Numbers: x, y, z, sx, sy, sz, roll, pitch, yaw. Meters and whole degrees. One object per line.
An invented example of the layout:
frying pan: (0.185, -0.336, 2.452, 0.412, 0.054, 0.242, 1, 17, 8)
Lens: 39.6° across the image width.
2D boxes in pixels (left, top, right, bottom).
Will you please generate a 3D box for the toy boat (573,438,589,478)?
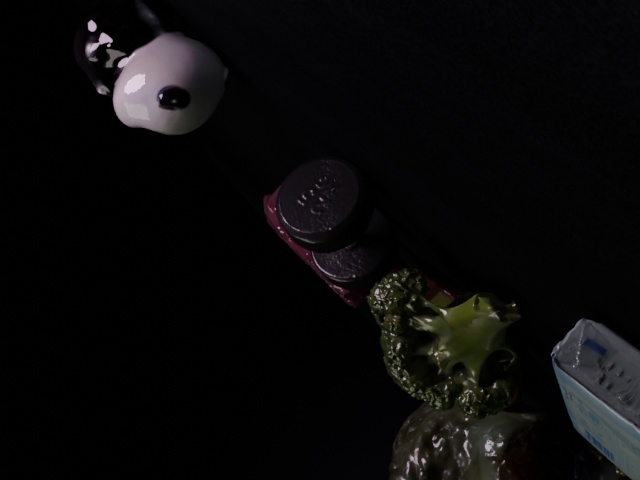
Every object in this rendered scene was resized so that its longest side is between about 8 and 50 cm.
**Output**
toy boat: (0.489, 0.424, 1.825, 0.238, 0.109, 0.098, 47, -158, -85)

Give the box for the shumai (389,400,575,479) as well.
shumai: (0.339, 0.441, 1.670, 0.323, 0.397, 0.324, -25, 90, 45)

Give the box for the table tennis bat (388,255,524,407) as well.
table tennis bat: (0.212, 0.141, 1.625, 0.415, 0.051, 0.268, 48, 155, 9)

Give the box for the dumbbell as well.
dumbbell: (0.033, -0.023, 1.462, 0.152, 0.152, 0.218, 41, 174, 32)

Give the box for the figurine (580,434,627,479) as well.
figurine: (0.505, 0.391, 1.590, 0.101, 0.068, 0.143, 47, 165, 39)

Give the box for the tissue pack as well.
tissue pack: (0.368, 0.206, 1.033, 0.177, 0.089, 0.263, 40, 171, 33)

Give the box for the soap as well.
soap: (0.000, 0.000, 2.067, 0.325, 0.127, 0.220, 43, 174, 25)

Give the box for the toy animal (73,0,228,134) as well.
toy animal: (-0.296, -0.297, 1.566, 0.267, 0.212, 0.212, 50, 176, 12)

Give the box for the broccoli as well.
broccoli: (0.204, 0.129, 1.399, 0.254, 0.186, 0.302, 24, 135, 25)
